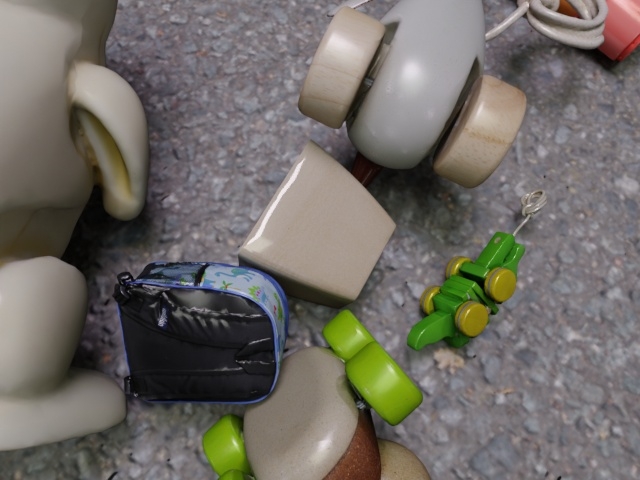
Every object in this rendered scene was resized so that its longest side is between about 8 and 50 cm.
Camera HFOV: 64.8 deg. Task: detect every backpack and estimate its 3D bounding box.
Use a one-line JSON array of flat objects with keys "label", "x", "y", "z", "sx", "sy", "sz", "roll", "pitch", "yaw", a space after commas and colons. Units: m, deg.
[{"label": "backpack", "x": -0.082, "y": 0.065, "z": 0.385, "sx": 0.114, "sy": 0.084, "sz": 0.105, "roll": 4, "pitch": 110, "yaw": 7}]

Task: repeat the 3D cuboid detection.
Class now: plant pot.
[{"label": "plant pot", "x": 0.000, "y": 0.000, "z": 0.431, "sx": 0.096, "sy": 0.109, "sz": 0.109, "roll": 30, "pitch": 74, "yaw": 0}]

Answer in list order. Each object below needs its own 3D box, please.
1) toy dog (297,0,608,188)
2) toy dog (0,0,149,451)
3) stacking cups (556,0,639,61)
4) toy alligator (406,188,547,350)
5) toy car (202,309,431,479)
[{"label": "toy dog", "x": 0.093, "y": -0.164, "z": 0.466, "sx": 0.220, "sy": 0.161, "sz": 0.333, "roll": 43, "pitch": 56, "yaw": 5}, {"label": "toy dog", "x": -0.270, "y": -0.102, "z": 0.320, "sx": 0.284, "sy": 0.395, "sz": 0.408, "roll": 10, "pitch": 81, "yaw": 12}, {"label": "stacking cups", "x": 0.217, "y": -0.312, "z": 0.540, "sx": 0.096, "sy": 0.096, "sz": 0.316, "roll": -39, "pitch": 79, "yaw": -12}, {"label": "toy alligator", "x": 0.150, "y": 0.036, "z": 0.447, "sx": 0.190, "sy": 0.056, "sz": 0.051, "roll": -45, "pitch": 120, "yaw": -14}, {"label": "toy car", "x": 0.031, "y": 0.179, "z": 0.377, "sx": 0.155, "sy": 0.149, "sz": 0.188, "roll": -41, "pitch": 104, "yaw": -3}]
